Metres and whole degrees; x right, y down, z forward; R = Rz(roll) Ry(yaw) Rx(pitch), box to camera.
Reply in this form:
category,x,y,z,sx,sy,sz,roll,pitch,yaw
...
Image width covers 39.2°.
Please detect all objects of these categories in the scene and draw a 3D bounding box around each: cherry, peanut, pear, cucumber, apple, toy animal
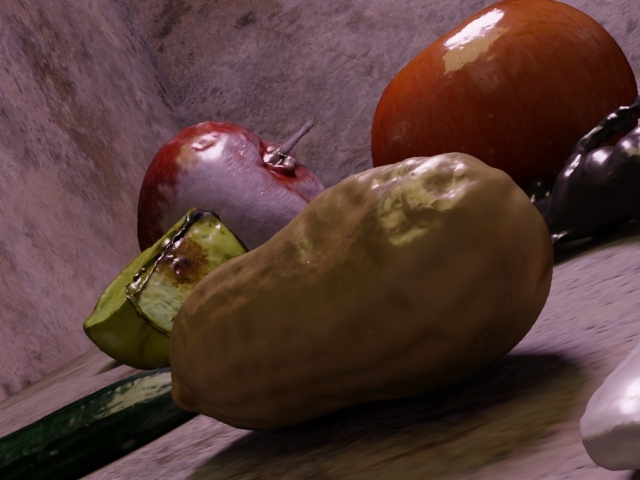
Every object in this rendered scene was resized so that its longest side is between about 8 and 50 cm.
category,x,y,z,sx,sy,sz,roll,pitch,yaw
cherry,-0.143,-0.026,1.512,0.326,0.335,0.291,11,27,1
peanut,0.014,0.042,0.567,0.147,0.148,0.319,-31,0,-43
pear,-0.236,0.111,1.309,0.255,0.164,0.238,-35,17,36
cucumber,-0.213,0.178,0.879,0.244,0.063,0.115,-26,4,4
apple,0.170,-0.112,0.887,0.251,0.206,0.272,-24,-4,-12
toy animal,0.234,-0.042,0.693,0.148,0.084,0.232,-43,12,-30

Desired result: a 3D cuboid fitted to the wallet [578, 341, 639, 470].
category,x,y,z,sx,sy,sz,roll,pitch,yaw
wallet,0.177,0.027,0.325,0.124,0.032,0.183,-24,3,45
